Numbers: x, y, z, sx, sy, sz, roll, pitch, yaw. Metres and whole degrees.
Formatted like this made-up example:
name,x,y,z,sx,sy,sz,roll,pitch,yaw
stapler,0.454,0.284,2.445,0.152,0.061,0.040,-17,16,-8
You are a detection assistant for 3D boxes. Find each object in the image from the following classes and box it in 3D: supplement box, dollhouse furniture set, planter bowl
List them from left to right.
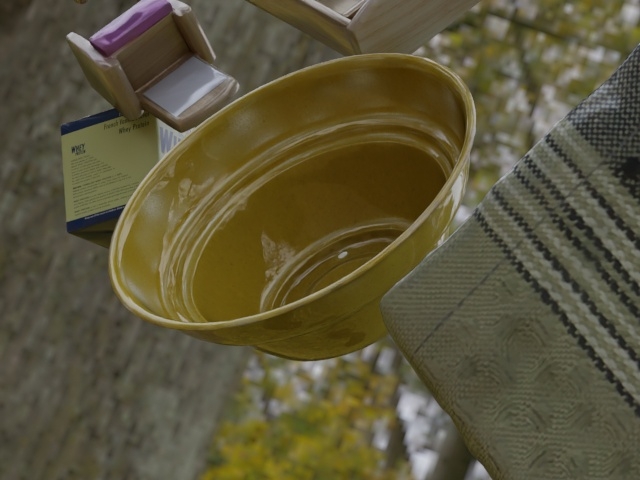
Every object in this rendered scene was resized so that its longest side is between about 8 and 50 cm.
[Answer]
name,x,y,z,sx,sy,sz,roll,pitch,yaw
supplement box,-0.135,-0.048,1.364,0.083,0.083,0.056,-16,-21,25
dollhouse furniture set,-0.055,-0.260,1.243,0.198,0.286,0.303,34,-23,47
planter bowl,0.000,0.000,1.040,0.217,0.217,0.090,7,-42,42

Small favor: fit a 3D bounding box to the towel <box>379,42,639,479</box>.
name,x,y,z,sx,sy,sz,roll,pitch,yaw
towel,0.211,0.025,0.473,0.324,0.312,0.056,51,18,24
